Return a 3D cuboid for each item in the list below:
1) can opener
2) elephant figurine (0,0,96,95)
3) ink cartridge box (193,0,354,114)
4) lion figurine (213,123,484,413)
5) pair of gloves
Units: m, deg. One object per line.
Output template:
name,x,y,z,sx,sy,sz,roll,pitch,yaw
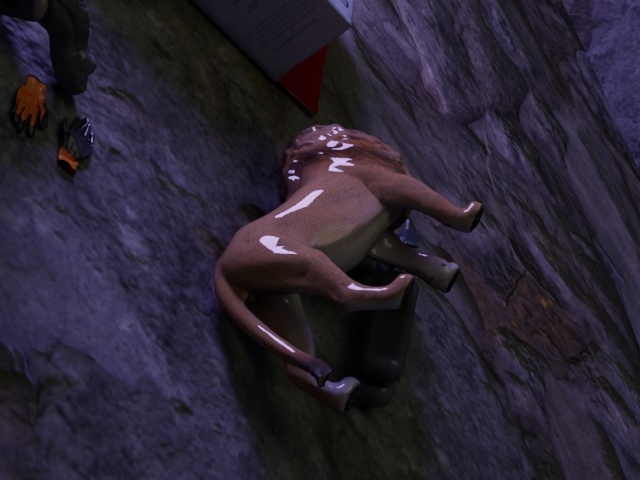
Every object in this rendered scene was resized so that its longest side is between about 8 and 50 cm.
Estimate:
can opener,0.062,0.067,1.202,0.093,0.074,0.280,15,35,-3
elephant figurine,-0.273,-0.266,0.933,0.169,0.239,0.186,-7,49,-38
ink cartridge box,-0.039,-0.352,1.401,0.272,0.130,0.309,43,30,-25
lion figurine,0.000,0.000,1.074,0.240,0.142,0.392,26,30,17
pair of gloves,-0.232,-0.102,0.960,0.083,0.010,0.074,42,31,-27
